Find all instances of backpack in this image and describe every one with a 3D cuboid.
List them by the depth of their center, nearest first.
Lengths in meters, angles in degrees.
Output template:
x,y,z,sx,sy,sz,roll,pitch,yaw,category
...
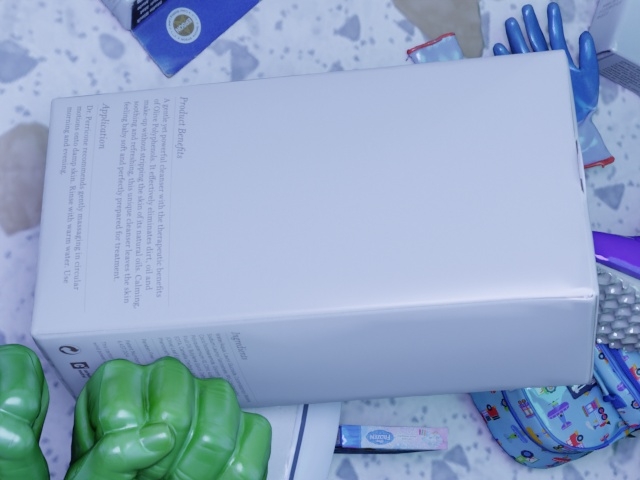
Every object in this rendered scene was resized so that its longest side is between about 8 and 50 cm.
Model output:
x,y,z,sx,sy,sz,roll,pitch,yaw,category
0.215,0.103,1.238,0.173,0.117,0.158,-31,95,-23,backpack

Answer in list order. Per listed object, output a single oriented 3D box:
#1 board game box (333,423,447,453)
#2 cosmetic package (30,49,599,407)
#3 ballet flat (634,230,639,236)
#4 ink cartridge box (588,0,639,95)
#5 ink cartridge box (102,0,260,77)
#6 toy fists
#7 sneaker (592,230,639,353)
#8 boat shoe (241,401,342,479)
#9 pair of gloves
x,y,z,sx,sy,sz,roll,pitch,yaw,category
0.040,0.157,1.170,0.090,0.090,0.020,3,79,-22,board game box
0.000,0.000,1.034,0.366,0.155,0.197,-3,61,6,cosmetic package
0.419,0.120,1.326,0.147,0.147,0.409,-36,92,-23,ballet flat
0.400,-0.214,1.395,0.275,0.060,0.238,25,74,-17,ink cartridge box
-0.114,-0.284,1.198,0.223,0.045,0.224,-45,100,-22,ink cartridge box
-0.170,0.140,0.949,0.279,0.096,0.142,9,111,-12,toy fists
0.305,0.019,1.178,0.293,0.102,0.146,18,68,-22,sneaker
-0.096,0.240,1.079,0.156,0.136,0.367,19,72,-19,boat shoe
0.161,-0.116,1.288,0.198,0.023,0.159,-18,86,-16,pair of gloves
